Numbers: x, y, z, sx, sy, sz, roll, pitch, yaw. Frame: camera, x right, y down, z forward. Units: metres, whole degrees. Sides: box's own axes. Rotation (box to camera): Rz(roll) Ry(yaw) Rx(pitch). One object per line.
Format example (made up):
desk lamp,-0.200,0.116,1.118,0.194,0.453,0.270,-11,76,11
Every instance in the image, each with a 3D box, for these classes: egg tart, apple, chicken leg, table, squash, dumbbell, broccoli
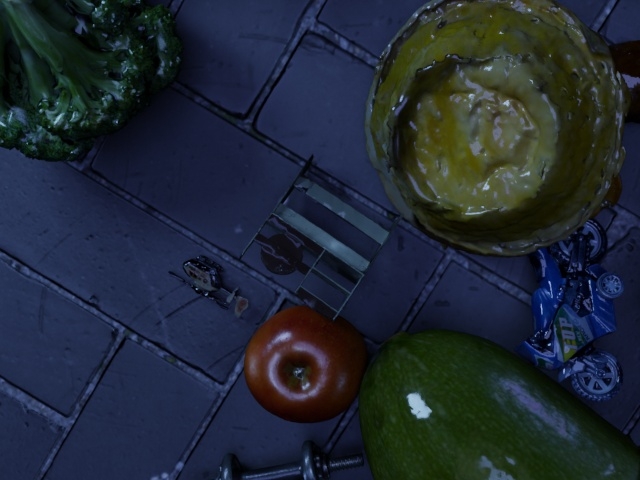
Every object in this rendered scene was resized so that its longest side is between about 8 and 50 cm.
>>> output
egg tart,0.198,-0.130,1.013,0.346,0.132,0.345,8,111,20
apple,-0.021,0.163,1.097,0.164,0.139,0.163,-1,85,10
chicken leg,0.470,-0.216,1.061,0.305,0.093,0.113,-14,112,-3
table,0.000,0.000,1.092,0.146,0.062,0.175,34,74,1
squash,0.174,0.255,1.020,0.309,0.310,0.310,42,97,1
dumbbell,-0.066,0.324,1.149,0.254,0.081,0.081,-11,95,4
broccoli,-0.328,-0.252,1.028,0.308,0.275,0.307,-3,64,6

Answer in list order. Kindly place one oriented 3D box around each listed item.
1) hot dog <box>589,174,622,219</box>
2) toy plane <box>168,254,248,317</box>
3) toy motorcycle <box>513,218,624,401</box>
hot dog,0.294,-0.137,1.084,0.100,0.068,0.249,-37,90,19
toy plane,-0.151,0.059,1.154,0.121,0.031,0.049,30,102,3
toy motorcycle,0.314,0.081,1.082,0.136,0.092,0.254,-2,75,1
